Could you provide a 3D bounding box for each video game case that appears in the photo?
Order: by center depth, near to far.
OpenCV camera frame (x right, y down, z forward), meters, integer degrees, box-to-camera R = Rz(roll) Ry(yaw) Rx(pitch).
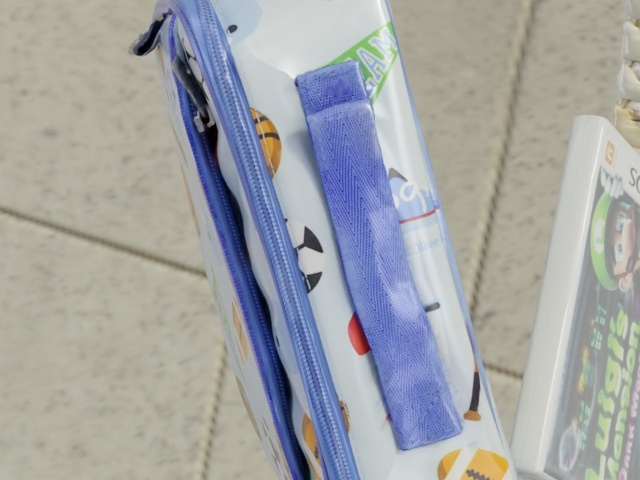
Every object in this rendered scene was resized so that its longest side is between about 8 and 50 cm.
[{"bbox_3d":[0.159,0.052,1.044,0.022,0.173,0.190,4,73,32],"label":"video game case"}]

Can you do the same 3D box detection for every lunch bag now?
[{"bbox_3d":[0.000,0.000,0.924,0.115,0.243,0.303,-18,99,-5],"label":"lunch bag"}]

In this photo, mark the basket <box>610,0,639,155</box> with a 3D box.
[{"bbox_3d":[0.413,-0.064,1.507,0.331,0.266,0.328,14,113,27],"label":"basket"}]
